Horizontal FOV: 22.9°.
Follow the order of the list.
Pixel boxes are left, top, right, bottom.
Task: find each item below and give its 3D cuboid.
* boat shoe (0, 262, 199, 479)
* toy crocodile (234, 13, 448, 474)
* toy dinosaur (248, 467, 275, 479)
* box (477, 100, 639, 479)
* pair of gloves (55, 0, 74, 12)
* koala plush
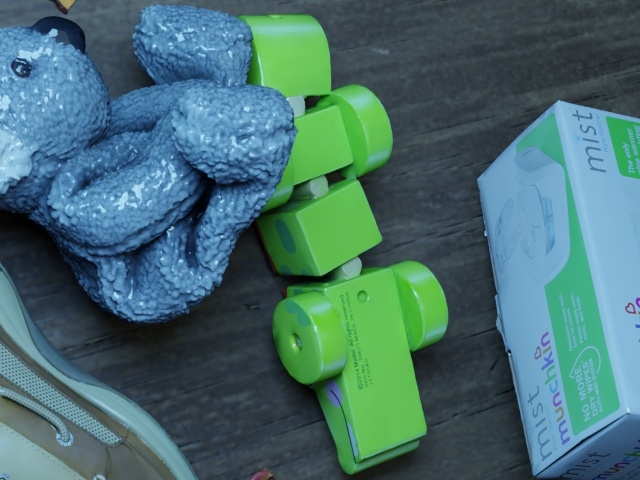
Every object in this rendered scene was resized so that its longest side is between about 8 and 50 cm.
[{"bbox_3d":[-0.199,0.126,0.972,0.324,0.122,0.120,47,36,-7],"label":"boat shoe"},{"bbox_3d":[0.000,0.000,1.134,0.115,0.105,0.340,-22,99,-30],"label":"toy crocodile"},{"bbox_3d":[-0.041,0.202,1.095,0.047,0.090,0.082,-13,135,-20],"label":"toy dinosaur"},{"bbox_3d":[0.260,0.050,1.203,0.231,0.127,0.262,10,56,-26],"label":"box"},{"bbox_3d":[-0.183,-0.209,1.099,0.083,0.010,0.074,42,66,-20],"label":"pair of gloves"},{"bbox_3d":[-0.163,-0.060,0.996,0.221,0.196,0.203,18,111,-25],"label":"koala plush"}]
